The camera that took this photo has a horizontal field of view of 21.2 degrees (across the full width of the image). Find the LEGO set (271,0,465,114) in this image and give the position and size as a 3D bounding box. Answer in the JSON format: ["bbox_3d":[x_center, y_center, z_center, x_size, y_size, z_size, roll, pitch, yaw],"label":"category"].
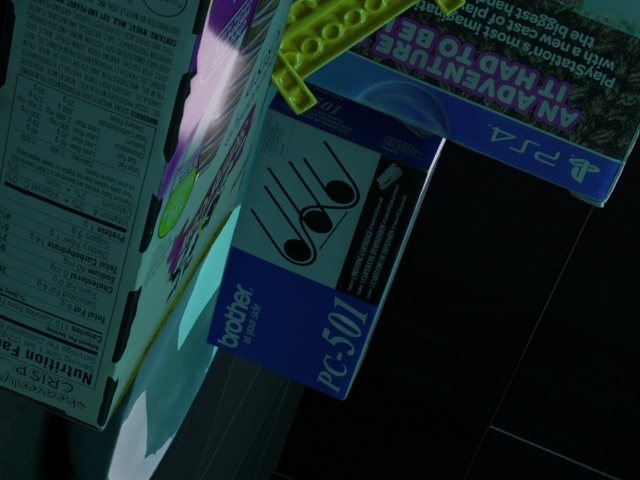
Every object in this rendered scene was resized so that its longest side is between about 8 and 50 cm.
[{"bbox_3d":[0.008,-0.166,0.784,0.107,0.132,0.287,-112,-139,-58],"label":"LEGO set"}]

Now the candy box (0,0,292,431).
[{"bbox_3d":[-0.064,-0.064,0.649,0.159,0.071,0.233,-63,174,-49],"label":"candy box"}]

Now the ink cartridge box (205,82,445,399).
[{"bbox_3d":[0.000,0.000,1.010,0.207,0.097,0.046,108,6,-46],"label":"ink cartridge box"}]

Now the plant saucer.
[{"bbox_3d":[-0.081,0.018,1.037,0.317,0.044,0.317,23,90,-86],"label":"plant saucer"}]

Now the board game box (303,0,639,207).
[{"bbox_3d":[0.104,-0.206,0.900,0.141,0.232,0.291,-58,170,-65],"label":"board game box"}]
